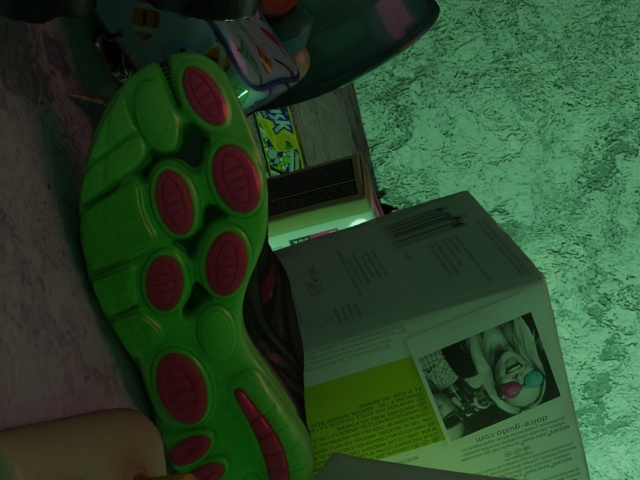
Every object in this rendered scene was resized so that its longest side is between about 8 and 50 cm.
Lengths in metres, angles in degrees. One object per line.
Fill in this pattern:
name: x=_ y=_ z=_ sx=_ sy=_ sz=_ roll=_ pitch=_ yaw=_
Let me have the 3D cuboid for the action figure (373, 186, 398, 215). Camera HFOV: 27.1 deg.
action figure: x=0.051 y=0.112 z=2.284 sx=0.276 sy=0.248 sz=0.370 roll=22 pitch=-55 yaw=47

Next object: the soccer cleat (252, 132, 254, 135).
soccer cleat: x=-0.154 y=-0.145 z=1.634 sx=0.095 sy=0.083 sz=0.248 roll=47 pitch=13 yaw=6

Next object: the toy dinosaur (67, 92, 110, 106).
toy dinosaur: x=-0.184 y=-0.090 z=1.376 sx=0.112 sy=0.064 sz=0.211 roll=-85 pitch=159 yaw=-59

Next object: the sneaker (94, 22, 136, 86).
sneaker: x=-0.210 y=-0.184 z=1.432 sx=0.057 sy=0.047 sz=0.119 roll=-78 pitch=145 yaw=-56

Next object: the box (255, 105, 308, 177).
box: x=-0.070 y=-0.187 z=2.174 sx=0.054 sy=0.059 sz=0.168 roll=-46 pitch=122 yaw=-81

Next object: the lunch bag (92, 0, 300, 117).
lunch bag: x=-0.148 y=-0.251 z=1.414 sx=0.303 sy=0.115 sz=0.243 roll=58 pitch=17 yaw=-2

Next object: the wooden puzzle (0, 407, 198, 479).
wooden puzzle: x=-0.139 y=0.302 z=1.026 sx=0.322 sy=0.081 sz=0.347 roll=17 pitch=60 yaw=-79

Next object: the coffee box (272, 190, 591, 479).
coffee box: x=0.107 y=0.180 z=1.662 sx=0.337 sy=0.338 sz=0.334 roll=-113 pitch=-174 yaw=-68

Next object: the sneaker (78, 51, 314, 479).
sneaker: x=-0.120 y=0.043 z=1.308 sx=0.202 sy=0.185 sz=0.482 roll=-100 pitch=-178 yaw=-64

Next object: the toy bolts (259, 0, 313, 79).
toy bolts: x=-0.078 y=-0.297 z=1.647 sx=0.228 sy=0.218 sz=0.158 roll=34 pitch=-32 yaw=40

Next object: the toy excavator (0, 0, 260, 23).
toy excavator: x=-0.128 y=-0.387 z=1.231 sx=0.445 sy=0.433 sz=0.222 roll=-117 pitch=-150 yaw=-54

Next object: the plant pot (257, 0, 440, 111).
plant pot: x=-0.044 y=-0.420 z=1.954 sx=0.341 sy=0.341 sz=0.334 roll=-83 pitch=149 yaw=-64

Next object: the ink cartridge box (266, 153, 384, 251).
ink cartridge box: x=0.000 y=0.000 z=1.911 sx=0.234 sy=0.193 sz=0.088 roll=64 pitch=15 yaw=-49

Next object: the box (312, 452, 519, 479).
box: x=0.086 y=0.426 z=1.401 sx=0.168 sy=0.215 sz=0.345 roll=-41 pitch=135 yaw=-67
